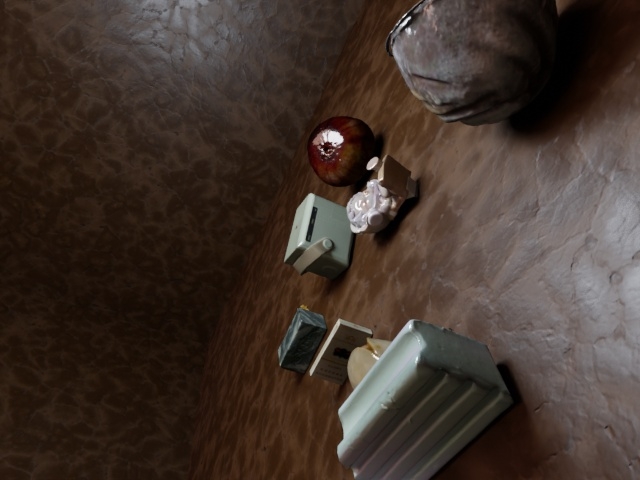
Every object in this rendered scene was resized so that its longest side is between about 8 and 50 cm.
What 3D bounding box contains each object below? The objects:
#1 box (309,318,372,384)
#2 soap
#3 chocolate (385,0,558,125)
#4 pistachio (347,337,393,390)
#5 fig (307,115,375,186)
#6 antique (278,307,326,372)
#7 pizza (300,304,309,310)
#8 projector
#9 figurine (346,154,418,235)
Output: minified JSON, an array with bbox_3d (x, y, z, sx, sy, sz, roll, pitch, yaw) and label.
[{"bbox_3d":[0.049,0.273,1.179,0.167,0.090,0.024,-63,17,20],"label":"box"},{"bbox_3d":[0.140,0.268,0.749,0.095,0.172,0.290,-92,27,-56],"label":"soap"},{"bbox_3d":[0.290,-0.318,0.861,0.303,0.303,0.213,-28,82,66],"label":"chocolate"},{"bbox_3d":[0.119,0.250,0.906,0.144,0.143,0.215,-71,17,-7],"label":"pistachio"},{"bbox_3d":[0.072,-0.299,1.607,0.214,0.235,0.235,-34,-6,-36],"label":"fig"},{"bbox_3d":[-0.061,0.313,1.486,0.086,0.088,0.183,-113,45,-68],"label":"antique"},{"bbox_3d":[-0.061,0.251,1.671,0.078,0.025,0.083,130,156,-54],"label":"pizza"},{"bbox_3d":[0.000,0.000,1.520,0.163,0.177,0.243,132,155,-55],"label":"projector"},{"bbox_3d":[0.139,-0.102,1.260,0.237,0.141,0.163,-49,20,49],"label":"figurine"}]
